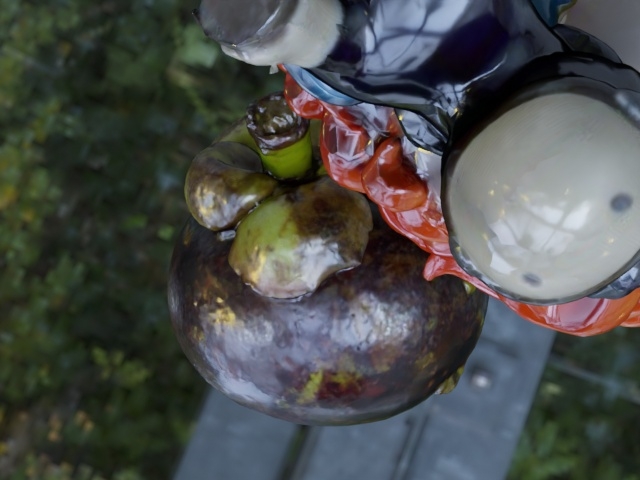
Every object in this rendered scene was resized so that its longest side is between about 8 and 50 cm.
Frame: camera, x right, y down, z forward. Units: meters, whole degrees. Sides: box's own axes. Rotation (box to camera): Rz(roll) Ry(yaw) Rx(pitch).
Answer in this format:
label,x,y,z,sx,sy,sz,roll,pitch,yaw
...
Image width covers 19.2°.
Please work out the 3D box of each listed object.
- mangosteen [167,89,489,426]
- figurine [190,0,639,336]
label,x,y,z,sx,sy,sz,roll,pitch,yaw
mangosteen,0.000,0.000,1.103,0.192,0.192,0.217,11,128,27
figurine,0.081,-0.088,0.855,0.306,0.241,0.412,38,-170,11
